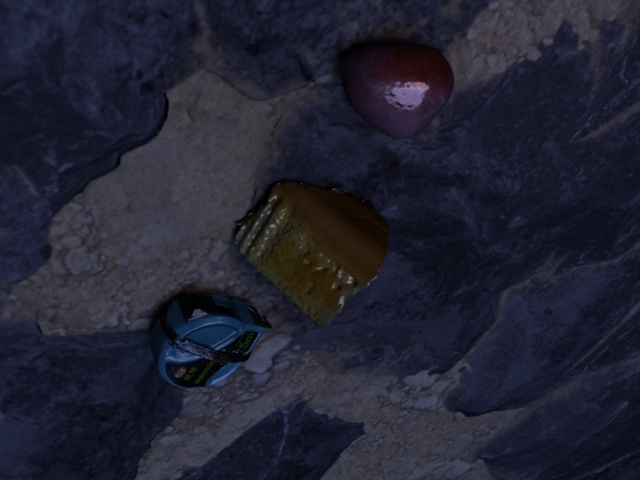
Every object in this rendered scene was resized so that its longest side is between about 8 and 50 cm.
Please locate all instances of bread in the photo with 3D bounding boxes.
[{"bbox_3d":[0.000,0.000,0.979,0.140,0.169,0.160,-50,174,23],"label":"bread"}]

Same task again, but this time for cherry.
[{"bbox_3d":[0.084,-0.160,0.839,0.126,0.087,0.106,-7,130,-26],"label":"cherry"}]

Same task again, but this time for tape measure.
[{"bbox_3d":[-0.152,0.133,1.004,0.146,0.081,0.125,20,116,-39],"label":"tape measure"}]
